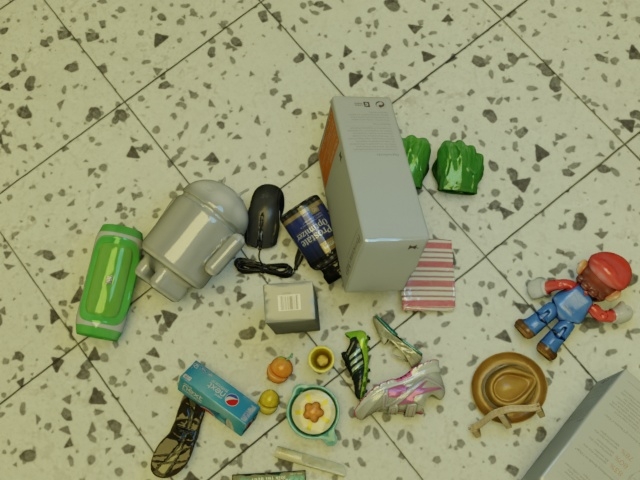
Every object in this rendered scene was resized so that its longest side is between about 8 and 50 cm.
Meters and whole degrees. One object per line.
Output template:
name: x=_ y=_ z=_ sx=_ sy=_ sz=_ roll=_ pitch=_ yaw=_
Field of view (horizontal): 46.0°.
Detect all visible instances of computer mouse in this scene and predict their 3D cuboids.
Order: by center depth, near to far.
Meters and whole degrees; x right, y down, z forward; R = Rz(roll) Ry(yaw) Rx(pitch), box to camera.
computer mouse: x=-0.123 y=-0.027 z=2.039 sx=0.184 sy=0.060 sz=0.261 roll=12 pitch=78 yaw=8

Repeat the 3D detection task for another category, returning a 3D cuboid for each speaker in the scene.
speaker: x=-0.558 y=0.112 z=2.001 sx=0.131 sy=0.131 sz=0.296 roll=9 pitch=77 yaw=6

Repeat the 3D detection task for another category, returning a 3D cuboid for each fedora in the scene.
fedora: x=0.478 y=0.368 z=1.891 sx=0.195 sy=0.079 sz=0.194 roll=-1 pitch=76 yaw=3

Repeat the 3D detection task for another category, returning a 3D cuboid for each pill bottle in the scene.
pill bottle: x=0.000 y=0.000 z=1.982 sx=0.123 sy=0.123 sz=0.219 roll=-34 pitch=90 yaw=-5

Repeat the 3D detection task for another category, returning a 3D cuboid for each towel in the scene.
towel: x=0.280 y=0.090 z=1.990 sx=0.144 sy=0.029 sz=0.196 roll=2 pitch=73 yaw=-7

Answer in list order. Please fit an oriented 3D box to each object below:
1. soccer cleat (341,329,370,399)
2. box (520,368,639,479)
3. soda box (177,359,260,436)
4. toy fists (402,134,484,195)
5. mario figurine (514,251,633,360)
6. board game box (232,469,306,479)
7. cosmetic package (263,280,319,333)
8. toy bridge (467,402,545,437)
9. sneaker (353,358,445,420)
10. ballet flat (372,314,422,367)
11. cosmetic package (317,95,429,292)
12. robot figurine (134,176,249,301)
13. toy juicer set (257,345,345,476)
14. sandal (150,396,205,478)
soccer cleat: x=0.090 y=0.320 z=1.944 sx=0.072 sy=0.060 sz=0.178 roll=-2 pitch=69 yaw=13
box: x=0.672 y=0.511 z=1.771 sx=0.215 sy=0.168 sz=0.345 roll=42 pitch=72 yaw=12
soda box: x=-0.261 y=0.403 z=1.925 sx=0.210 sy=0.071 sz=0.067 roll=34 pitch=48 yaw=11
toy fists: x=0.302 y=-0.205 z=2.039 sx=0.279 sy=0.096 sz=0.142 roll=7 pitch=87 yaw=4
mario figurine: x=0.659 y=0.160 z=1.931 sx=0.320 sy=0.170 sz=0.198 roll=-42 pitch=113 yaw=4
board game box: x=-0.127 y=0.646 z=1.890 sx=0.186 sy=0.026 sz=0.126 roll=-5 pitch=75 yaw=3
cosmetic package: x=-0.069 y=0.173 z=1.897 sx=0.127 sy=0.238 sz=0.107 roll=-5 pitch=79 yaw=0
toy bridge: x=0.451 y=0.437 z=1.855 sx=0.188 sy=0.063 sz=0.026 roll=-23 pitch=36 yaw=18
sneaker: x=0.205 y=0.397 z=1.890 sx=0.252 sy=0.103 sz=0.111 roll=-26 pitch=74 yaw=-2
ballet flat: x=0.189 y=0.264 z=1.950 sx=0.168 sy=0.057 sz=0.052 roll=40 pitch=92 yaw=12
cosmetic package: x=0.118 y=-0.120 z=1.878 sx=0.162 sy=0.230 sz=0.453 roll=-2 pitch=55 yaw=-14
robot figurine: x=-0.327 y=-0.015 z=1.978 sx=0.300 sy=0.200 sz=0.353 roll=31 pitch=80 yaw=35
toy juicer set: x=-0.055 y=0.438 z=1.904 sx=0.209 sy=0.089 sz=0.328 roll=-6 pitch=76 yaw=2
sandal: x=-0.359 y=0.504 z=1.929 sx=0.090 sy=0.060 sz=0.219 roll=18 pitch=64 yaw=2
